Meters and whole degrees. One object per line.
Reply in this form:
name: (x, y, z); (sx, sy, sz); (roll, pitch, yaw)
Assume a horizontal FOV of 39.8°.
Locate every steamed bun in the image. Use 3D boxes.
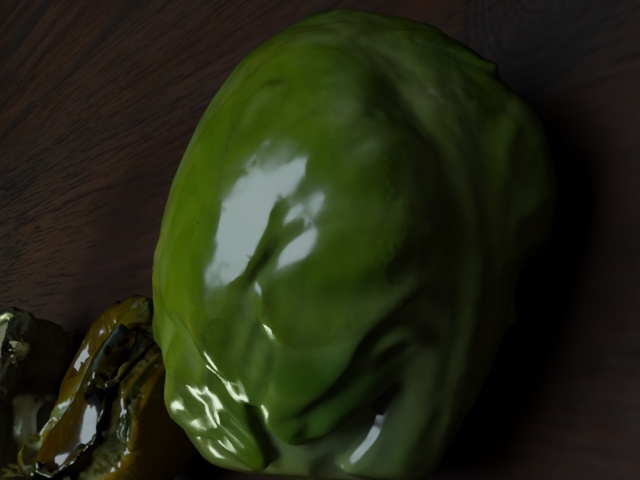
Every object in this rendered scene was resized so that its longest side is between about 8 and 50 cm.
steamed bun: (-0.331, 0.175, 0.931); (0.192, 0.106, 0.177); (-25, 50, 41)

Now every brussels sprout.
brussels sprout: (0.000, 0.000, 0.408); (0.223, 0.161, 0.223); (-36, 41, 39)

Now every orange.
orange: (-0.129, 0.113, 0.617); (0.170, 0.112, 0.160); (-49, 13, -28)
